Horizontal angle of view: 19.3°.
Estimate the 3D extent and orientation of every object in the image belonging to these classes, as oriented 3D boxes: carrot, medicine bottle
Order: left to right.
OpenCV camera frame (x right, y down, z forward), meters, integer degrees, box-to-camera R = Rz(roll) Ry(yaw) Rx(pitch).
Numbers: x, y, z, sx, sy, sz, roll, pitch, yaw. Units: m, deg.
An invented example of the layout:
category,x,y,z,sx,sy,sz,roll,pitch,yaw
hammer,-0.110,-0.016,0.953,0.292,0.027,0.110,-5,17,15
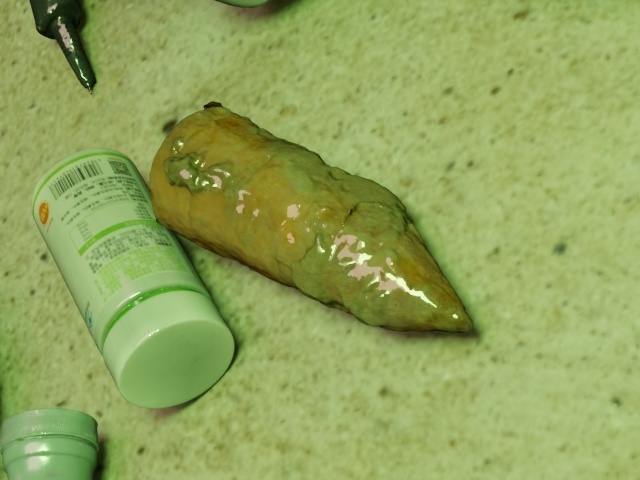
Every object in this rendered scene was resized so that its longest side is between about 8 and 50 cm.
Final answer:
category,x,y,z,sx,sy,sz,roll,pitch,yaw
medicine bottle,-0.180,0.224,1.254,0.090,0.090,0.216,-23,58,32
medicine bottle,-0.133,0.023,1.301,0.086,0.086,0.183,-46,49,16
carrot,0.000,0.000,1.206,0.263,0.102,0.102,32,94,39

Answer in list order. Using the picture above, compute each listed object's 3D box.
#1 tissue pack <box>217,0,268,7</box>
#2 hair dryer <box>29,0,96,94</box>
category,x,y,z,sx,sy,sz,roll,pitch,yaw
tissue pack,-0.088,-0.329,1.239,0.229,0.333,0.236,-27,57,29
hair dryer,-0.255,-0.204,1.512,0.235,0.091,0.271,-50,51,26
